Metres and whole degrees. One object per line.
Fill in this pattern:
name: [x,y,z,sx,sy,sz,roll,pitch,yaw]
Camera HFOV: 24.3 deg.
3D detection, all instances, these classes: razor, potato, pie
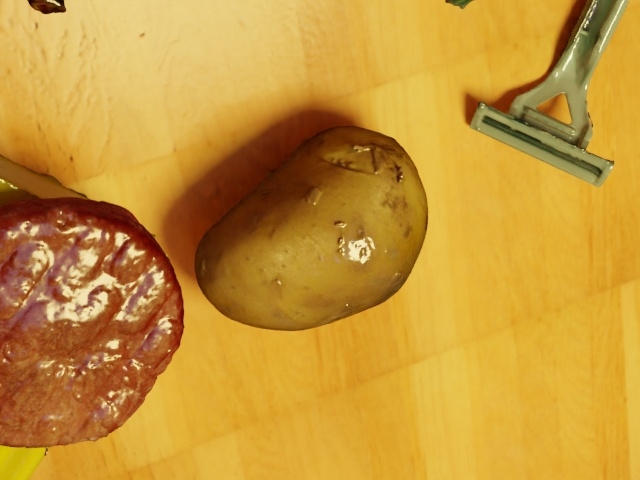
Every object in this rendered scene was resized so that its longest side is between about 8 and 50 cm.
razor: [0.220,-0.188,1.109,0.111,0.056,0.278,25,98,4]
potato: [0.000,0.000,1.051,0.176,0.137,0.137,-42,125,1]
pie: [-0.175,0.054,0.954,0.182,0.049,0.182,-9,116,-19]

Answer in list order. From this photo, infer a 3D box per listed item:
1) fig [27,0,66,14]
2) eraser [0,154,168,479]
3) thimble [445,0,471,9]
fig: [-0.096,-0.250,0.855,0.170,0.145,0.274,38,80,-34]
eraser: [-0.224,0.058,1.004,0.158,0.069,0.226,28,101,-35]
thimble: [0.099,-0.235,0.983,0.090,0.118,0.135,-25,139,-7]
